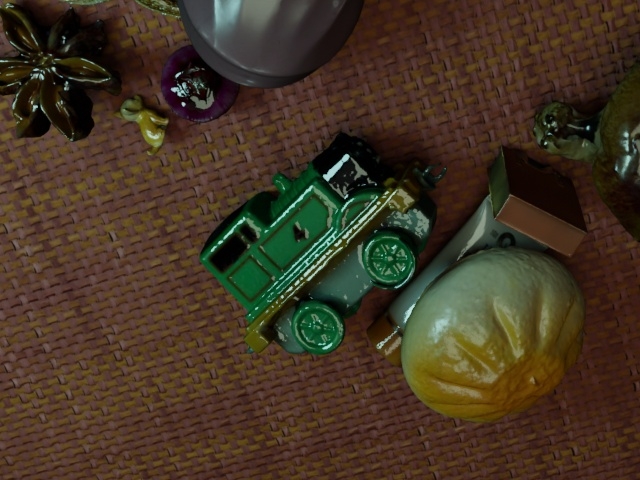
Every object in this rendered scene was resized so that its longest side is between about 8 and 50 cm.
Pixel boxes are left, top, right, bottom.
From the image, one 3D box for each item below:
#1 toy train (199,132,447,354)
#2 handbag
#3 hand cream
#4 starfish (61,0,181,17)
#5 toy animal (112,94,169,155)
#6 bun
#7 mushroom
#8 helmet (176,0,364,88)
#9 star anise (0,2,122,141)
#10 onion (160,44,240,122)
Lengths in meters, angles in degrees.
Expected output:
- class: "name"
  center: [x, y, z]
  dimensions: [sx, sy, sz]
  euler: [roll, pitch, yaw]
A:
- class: "toy train"
  center: [0.000, 0.000, 1.797]
  dimensions: [0.249, 0.178, 0.429]
  euler: [44, 111, -3]
- class: "handbag"
  center: [0.306, -0.059, 1.728]
  dimensions: [0.127, 0.190, 0.063]
  euler: [25, 116, -8]
- class: "hand cream"
  center: [0.211, 0.066, 1.859]
  dimensions: [0.139, 0.089, 0.314]
  euler: [34, 107, -24]
- class: "starfish"
  center: [-0.265, -0.381, 1.695]
  dimensions: [0.238, 0.057, 0.213]
  euler: [-32, 102, 16]
- class: "toy animal"
  center: [-0.268, -0.173, 1.789]
  dimensions: [0.083, 0.060, 0.081]
  euler: [21, 80, -10]
- class: "bun"
  center: [0.276, 0.161, 1.799]
  dimensions: [0.298, 0.165, 0.299]
  euler: [-14, 132, -16]
- class: "mushroom"
  center: [0.466, -0.153, 1.684]
  dimensions: [0.267, 0.254, 0.267]
  euler: [-22, 146, -16]
- class: "helmet"
  center: [-0.057, -0.356, 1.596]
  dimensions: [0.271, 0.197, 0.338]
  euler: [20, 110, -13]
- class: "star anise"
  center: [-0.380, -0.245, 1.735]
  dimensions: [0.190, 0.126, 0.220]
  euler: [-42, 78, 20]
- class: "onion"
  center: [-0.173, -0.226, 1.735]
  dimensions: [0.115, 0.104, 0.115]
  euler: [0, 99, -3]
